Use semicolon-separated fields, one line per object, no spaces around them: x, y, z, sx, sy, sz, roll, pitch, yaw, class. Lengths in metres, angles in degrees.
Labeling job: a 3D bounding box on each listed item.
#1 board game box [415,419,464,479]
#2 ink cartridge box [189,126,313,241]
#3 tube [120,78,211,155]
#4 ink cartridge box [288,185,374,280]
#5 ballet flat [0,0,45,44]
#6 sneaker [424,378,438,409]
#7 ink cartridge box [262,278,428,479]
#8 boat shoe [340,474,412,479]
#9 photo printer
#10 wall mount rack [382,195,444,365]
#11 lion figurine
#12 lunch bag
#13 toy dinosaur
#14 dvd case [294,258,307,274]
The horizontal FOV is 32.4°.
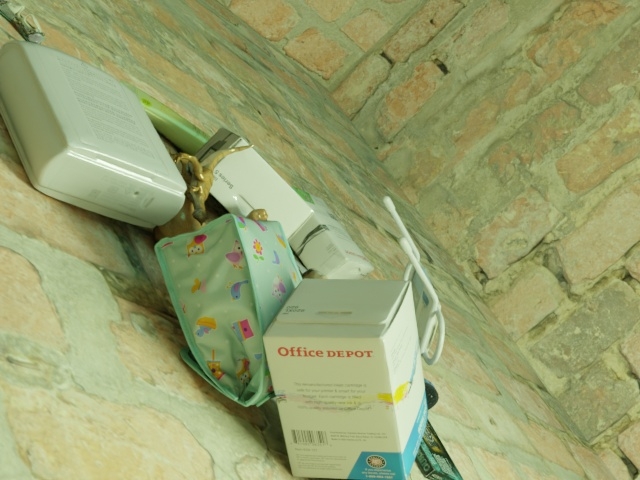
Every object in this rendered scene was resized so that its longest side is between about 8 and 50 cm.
0.198;0.385;2.092;0.126;0.026;0.186;34;19;-46;board game box
-0.139;-0.100;2.083;0.198;0.115;0.273;45;-2;-16;ink cartridge box
-0.306;-0.237;2.215;0.240;0.062;0.070;37;-24;-24;tube
0.000;0.000;2.427;0.219;0.092;0.160;54;15;23;ink cartridge box
-0.536;-0.399;1.971;0.114;0.041;0.041;46;13;-6;ballet flat
0.163;0.276;2.210;0.209;0.069;0.082;36;14;-41;sneaker
0.043;0.190;1.537;0.168;0.171;0.232;-57;142;-58;ink cartridge box
0.095;0.368;1.615;0.123;0.123;0.342;40;9;-27;boat shoe
-0.363;-0.173;1.685;0.256;0.107;0.307;20;29;-48;photo printer
0.173;0.093;2.289;0.130;0.304;0.350;8;24;-11;wall mount rack
-0.171;0.013;1.814;0.392;0.142;0.240;25;30;-27;lion figurine
-0.108;0.107;1.598;0.223;0.160;0.262;3;67;-73;lunch bag
-0.192;-0.106;1.772;0.112;0.064;0.211;39;43;-23;toy dinosaur
-0.047;0.096;2.138;0.179;0.029;0.238;44;13;-17;dvd case
